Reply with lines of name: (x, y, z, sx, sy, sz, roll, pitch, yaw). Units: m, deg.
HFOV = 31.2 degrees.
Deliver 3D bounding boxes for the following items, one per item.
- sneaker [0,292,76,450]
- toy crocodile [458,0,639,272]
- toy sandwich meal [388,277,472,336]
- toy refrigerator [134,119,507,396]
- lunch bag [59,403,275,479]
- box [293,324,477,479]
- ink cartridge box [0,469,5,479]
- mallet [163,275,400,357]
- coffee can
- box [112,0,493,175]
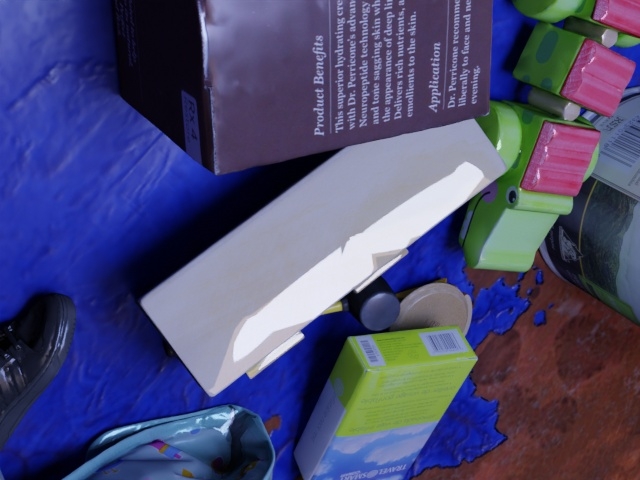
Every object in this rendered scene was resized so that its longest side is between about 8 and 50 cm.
sneaker: (-0.247, 0.101, 0.799, 0.089, 0.051, 0.170, 26, 101, -41)
toy crocodile: (0.198, -0.128, 0.917, 0.115, 0.105, 0.340, 10, 107, -33)
toy sandwich meal: (0.094, 0.067, 0.998, 0.086, 0.029, 0.085, -11, 119, -21)
toy refrigerator: (0.000, 0.000, 0.845, 0.269, 0.102, 0.094, -37, 94, -11)
lunch bag: (-0.124, 0.269, 0.875, 0.262, 0.160, 0.223, -41, 140, -62)
box: (0.049, 0.148, 0.971, 0.109, 0.042, 0.178, -3, 137, -28)
ink cartridge box: (-0.297, 0.275, 0.832, 0.148, 0.086, 0.203, -9, 116, -27)
mallet: (-0.027, 0.066, 0.904, 0.190, 0.062, 0.039, -18, 119, -22)
coffee can: (0.342, 0.004, 0.956, 0.202, 0.275, 0.201, -12, 118, -24)
box: (-0.015, -0.163, 0.738, 0.203, 0.167, 0.168, -13, 119, -24)
